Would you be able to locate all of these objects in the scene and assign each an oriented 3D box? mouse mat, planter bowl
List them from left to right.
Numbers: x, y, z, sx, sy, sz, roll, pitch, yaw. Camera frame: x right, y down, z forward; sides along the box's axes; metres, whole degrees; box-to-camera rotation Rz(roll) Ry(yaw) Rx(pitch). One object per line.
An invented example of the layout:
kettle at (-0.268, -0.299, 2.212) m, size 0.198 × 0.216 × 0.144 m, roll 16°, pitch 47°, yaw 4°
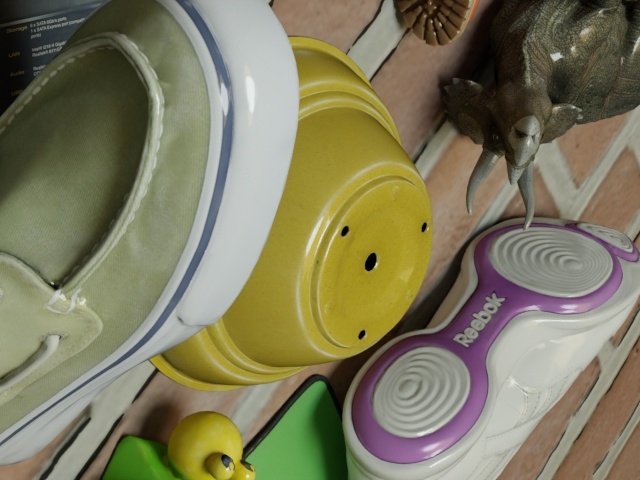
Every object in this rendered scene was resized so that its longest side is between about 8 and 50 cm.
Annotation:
mouse mat at (-0.038, 0.195, 0.842) m, size 0.189 × 0.007 × 0.152 m, roll -45°, pitch 137°, yaw -25°
planter bowl at (0.000, 0.000, 0.722) m, size 0.217 × 0.090 × 0.217 m, roll -25°, pitch 125°, yaw -41°

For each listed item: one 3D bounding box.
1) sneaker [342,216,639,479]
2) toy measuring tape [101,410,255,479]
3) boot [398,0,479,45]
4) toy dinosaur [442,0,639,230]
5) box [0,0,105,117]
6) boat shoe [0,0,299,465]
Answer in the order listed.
sneaker at (0.119, 0.090, 0.919) m, size 0.305 × 0.114 × 0.152 m, roll -35°, pitch 148°, yaw -31°
toy measuring tape at (-0.114, 0.250, 0.691) m, size 0.121 × 0.121 × 0.330 m, roll 30°, pitch 85°, yaw -52°
boot at (0.090, -0.196, 0.762) m, size 0.085 × 0.059 × 0.157 m, roll -20°, pitch 121°, yaw -50°
toy dinosaur at (0.182, -0.137, 0.878) m, size 0.313 × 0.121 × 0.160 m, roll -24°, pitch 137°, yaw -47°
box at (-0.172, -0.098, 0.492) m, size 0.233 × 0.059 × 0.183 m, roll -24°, pitch 126°, yaw -42°
boat shoe at (-0.115, 0.017, 0.483) m, size 0.094 × 0.109 × 0.302 m, roll -14°, pitch 154°, yaw -45°
